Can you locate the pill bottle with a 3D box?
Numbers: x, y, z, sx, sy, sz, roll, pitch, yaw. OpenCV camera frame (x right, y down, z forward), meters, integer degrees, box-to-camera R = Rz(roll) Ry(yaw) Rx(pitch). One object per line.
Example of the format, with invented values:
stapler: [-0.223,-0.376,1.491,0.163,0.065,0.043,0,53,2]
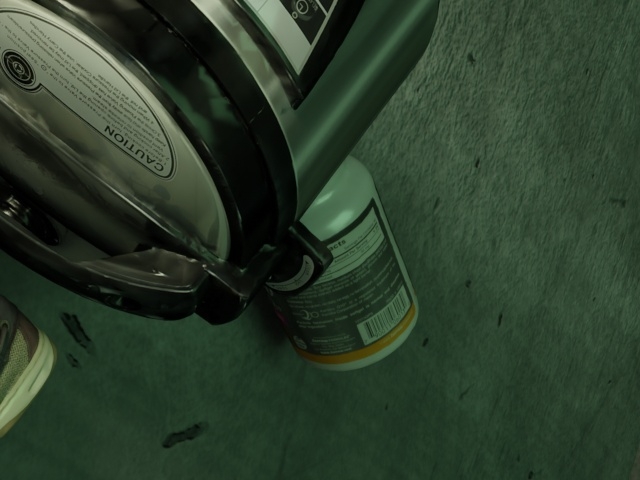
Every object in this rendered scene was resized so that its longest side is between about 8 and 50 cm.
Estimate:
pill bottle: [0.000,0.000,1.334,0.162,0.162,0.278,-50,132,-34]

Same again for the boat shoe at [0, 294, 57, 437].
boat shoe: [-0.331,0.164,0.987,0.285,0.102,0.092,-57,132,-34]

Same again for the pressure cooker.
pressure cooker: [-0.133,-0.149,0.961,0.420,0.369,0.376,-53,143,-31]
